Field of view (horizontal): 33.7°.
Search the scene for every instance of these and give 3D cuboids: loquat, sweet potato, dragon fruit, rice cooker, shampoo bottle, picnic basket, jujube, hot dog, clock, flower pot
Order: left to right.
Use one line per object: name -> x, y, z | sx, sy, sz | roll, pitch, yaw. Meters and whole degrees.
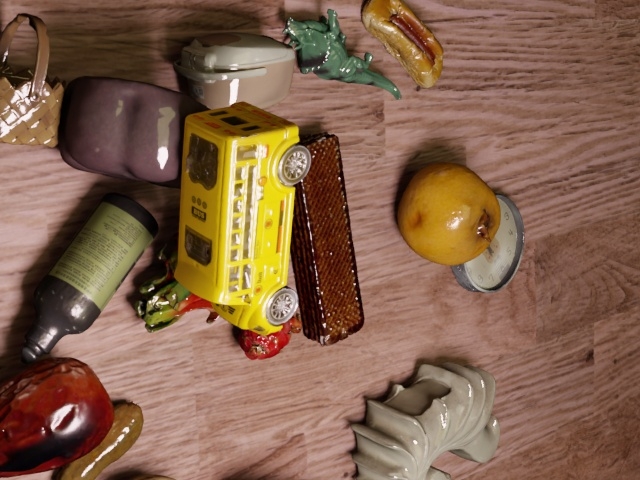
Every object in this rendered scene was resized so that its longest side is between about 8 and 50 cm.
picnic basket -> -0.423, -0.226, 1.464 | 0.137, 0.128, 0.179 | 1, 112, -46
jujube -> -0.418, 0.269, 1.528 | 0.236, 0.168, 0.168 | -30, 117, -18
shampoo bottle -> -0.359, 0.063, 1.586 | 0.101, 0.101, 0.284 | 49, 63, -36
sweet potato -> -0.357, 0.350, 1.659 | 0.081, 0.062, 0.233 | 48, 66, -38
dragon fruit -> -0.178, 0.030, 1.707 | 0.269, 0.198, 0.200 | -21, 131, -32
rice cooker -> -0.135, -0.275, 1.725 | 0.206, 0.145, 0.127 | -22, 121, -37
dragon fruit -> -0.087, 0.156, 1.885 | 0.190, 0.094, 0.094 | -25, 114, -65
hot dog -> 0.174, -0.388, 2.053 | 0.242, 0.073, 0.084 | 41, 73, -39
flower pot -> 0.223, 0.395, 2.147 | 0.367, 0.164, 0.254 | -29, 121, -37
loquat -> 0.253, -0.053, 2.088 | 0.208, 0.208, 0.208 | -7, 101, -43
clock -> 0.366, 0.004, 2.307 | 0.226, 0.049, 0.226 | -9, 103, -44

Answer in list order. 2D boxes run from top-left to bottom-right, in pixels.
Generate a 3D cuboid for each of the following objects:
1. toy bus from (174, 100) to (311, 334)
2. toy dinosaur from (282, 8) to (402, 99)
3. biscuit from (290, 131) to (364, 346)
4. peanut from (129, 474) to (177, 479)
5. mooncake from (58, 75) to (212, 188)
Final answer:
toy bus -> -0.121, -0.019, 1.507 | 0.152, 0.144, 0.330 | -16, 121, -41
toy dinosaur -> 0.041, -0.345, 1.930 | 0.292, 0.079, 0.120 | 9, 95, -41
biscuit -> 0.000, 0.000, 1.941 | 0.107, 0.073, 0.388 | -22, 110, -38
peanut -> -0.232, 0.551, 1.724 | 0.192, 0.169, 0.387 | -48, 127, -44
mooncake -> -0.267, -0.154, 1.549 | 0.245, 0.245, 0.133 | 11, 88, -44
